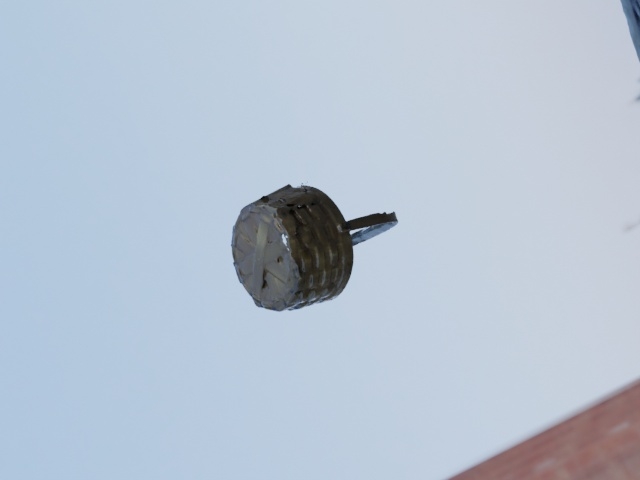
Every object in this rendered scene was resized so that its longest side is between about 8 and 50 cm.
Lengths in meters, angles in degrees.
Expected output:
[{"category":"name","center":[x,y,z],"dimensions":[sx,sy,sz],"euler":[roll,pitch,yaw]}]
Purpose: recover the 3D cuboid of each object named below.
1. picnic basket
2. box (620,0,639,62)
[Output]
[{"category":"picnic basket","center":[0.000,0.000,0.854],"dimensions":[0.083,0.072,0.072],"euler":[-14,-108,-35]},{"category":"box","center":[0.178,-0.087,0.624],"dimensions":[0.177,0.036,0.115],"euler":[37,155,56]}]
